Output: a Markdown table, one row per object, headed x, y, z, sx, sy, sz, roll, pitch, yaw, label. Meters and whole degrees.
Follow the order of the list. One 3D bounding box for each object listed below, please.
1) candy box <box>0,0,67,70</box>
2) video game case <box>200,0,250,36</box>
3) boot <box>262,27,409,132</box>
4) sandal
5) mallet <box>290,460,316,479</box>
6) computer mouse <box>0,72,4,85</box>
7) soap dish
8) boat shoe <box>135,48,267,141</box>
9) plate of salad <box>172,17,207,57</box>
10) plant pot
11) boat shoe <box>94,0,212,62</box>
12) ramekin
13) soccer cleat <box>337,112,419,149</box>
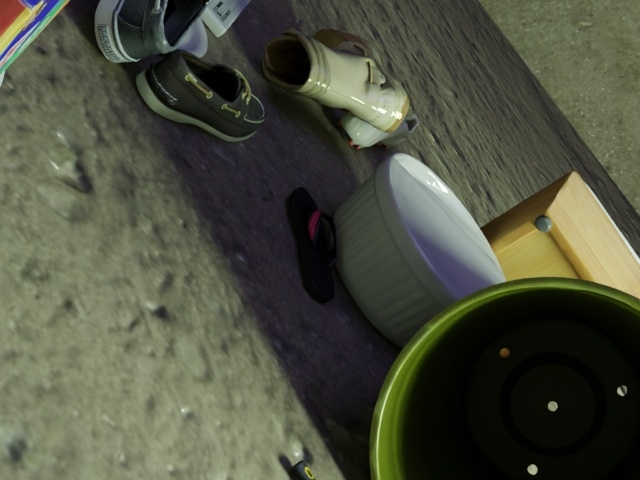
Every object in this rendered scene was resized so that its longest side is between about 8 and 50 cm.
| x | y | z | sx | sy | sz | roll | pitch | yaw | label |
| --- | --- | --- | --- | --- | --- | --- | --- | --- | --- |
| -0.272 | -0.165 | 0.792 | 0.122 | 0.268 | 0.317 | 44 | 26 | -16 | candy box |
| -0.177 | -0.388 | 1.588 | 0.173 | 0.022 | 0.190 | 49 | 25 | -15 | video game case |
| -0.004 | -0.269 | 1.665 | 0.203 | 0.095 | 0.262 | 15 | 28 | -37 | boot |
| 0.000 | 0.000 | 1.380 | 0.067 | 0.040 | 0.179 | 35 | 30 | -38 | sandal |
| 0.035 | 0.293 | 1.067 | 0.190 | 0.039 | 0.062 | 58 | 24 | 16 | mallet |
| -0.335 | -0.227 | 1.039 | 0.106 | 0.042 | 0.193 | 10 | 49 | -60 | computer mouse |
| 0.317 | 0.066 | 1.623 | 0.118 | 0.291 | 0.229 | -32 | 87 | -48 | soap dish |
| -0.125 | -0.176 | 1.340 | 0.227 | 0.068 | 0.081 | 7 | 53 | -60 | boat shoe |
| -0.207 | -0.317 | 1.401 | 0.200 | 0.048 | 0.200 | 43 | 26 | -27 | plate of salad |
| 0.266 | 0.214 | 1.270 | 0.366 | 0.366 | 0.353 | 57 | 11 | 5 | plant pot |
| -0.158 | -0.320 | 1.303 | 0.301 | 0.102 | 0.108 | -66 | 147 | -42 | boat shoe |
| 0.126 | 0.026 | 1.480 | 0.273 | 0.127 | 0.273 | 42 | 27 | -27 | ramekin |
| 0.092 | -0.187 | 1.764 | 0.068 | 0.076 | 0.196 | 60 | 24 | 13 | soccer cleat |
